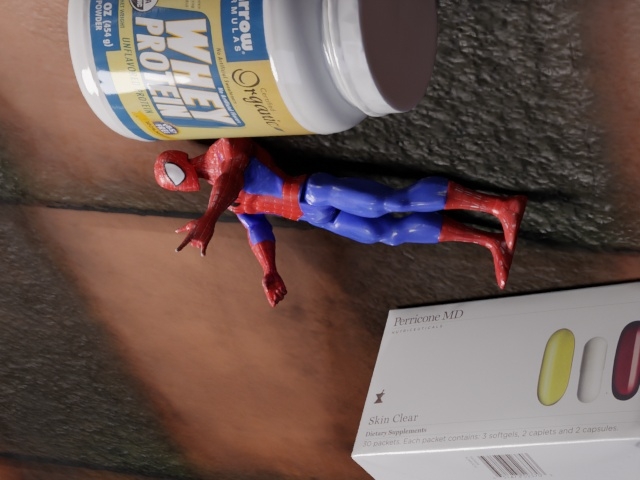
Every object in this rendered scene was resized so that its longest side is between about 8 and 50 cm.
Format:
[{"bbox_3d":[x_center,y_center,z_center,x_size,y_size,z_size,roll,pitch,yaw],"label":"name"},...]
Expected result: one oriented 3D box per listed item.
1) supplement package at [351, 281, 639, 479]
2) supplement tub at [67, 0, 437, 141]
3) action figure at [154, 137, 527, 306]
[{"bbox_3d":[0.197,0.155,1.447,0.262,0.145,0.204,-9,140,34],"label":"supplement package"},{"bbox_3d":[-0.041,-0.137,1.111,0.199,0.144,0.144,-1,144,26],"label":"supplement tub"},{"bbox_3d":[0.000,0.000,1.319,0.280,0.139,0.091,15,147,8],"label":"action figure"}]
